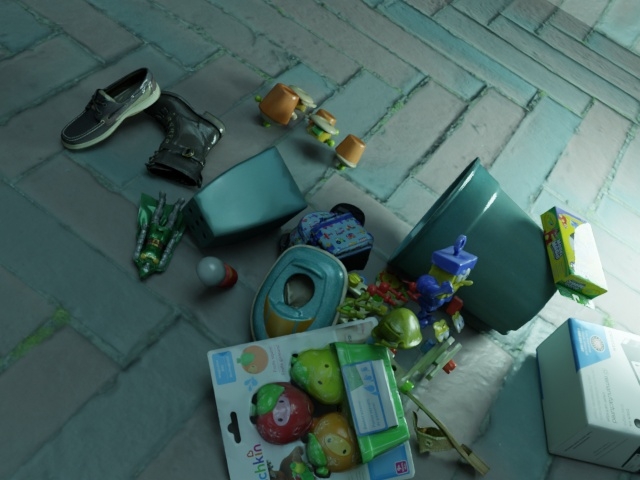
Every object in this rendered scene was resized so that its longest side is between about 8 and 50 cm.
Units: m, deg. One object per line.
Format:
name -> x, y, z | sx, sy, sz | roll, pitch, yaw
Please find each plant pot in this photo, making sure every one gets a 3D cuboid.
plant pot -> -0.190, -0.082, 1.659 | 0.234, 0.165, 0.165 | -28, 88, -31
plant pot -> 0.400, 0.031, 1.730 | 0.334, 0.341, 0.341 | 39, 48, 2

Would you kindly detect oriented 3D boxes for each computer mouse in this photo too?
computer mouse -> 0.000, 0.000, 1.764 | 0.184, 0.060, 0.262 | 18, 50, 3

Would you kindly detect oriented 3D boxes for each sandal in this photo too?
sandal -> 0.244, 0.426, 1.487 | 0.240, 0.088, 0.079 | 43, 85, -1

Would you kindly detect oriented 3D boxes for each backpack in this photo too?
backpack -> 0.019, -0.006, 1.656 | 0.158, 0.116, 0.173 | -15, 51, -32

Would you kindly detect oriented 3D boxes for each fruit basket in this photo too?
fruit basket -> -0.016, 0.333, 1.371 | 0.353, 0.165, 0.326 | -8, 73, -16

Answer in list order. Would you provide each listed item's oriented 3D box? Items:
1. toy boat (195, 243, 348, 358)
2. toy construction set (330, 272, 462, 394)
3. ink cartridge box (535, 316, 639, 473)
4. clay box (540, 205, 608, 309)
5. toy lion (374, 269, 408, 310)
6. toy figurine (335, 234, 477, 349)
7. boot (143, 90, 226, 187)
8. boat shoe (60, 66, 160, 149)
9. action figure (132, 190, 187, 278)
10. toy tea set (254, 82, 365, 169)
toy boat -> -0.112, 0.118, 1.518 | 0.318, 0.148, 0.267 | 20, 85, 16
toy construction set -> 0.140, 0.221, 1.579 | 0.328, 0.151, 0.215 | 34, 47, 23
ink cartridge box -> 0.734, 0.377, 1.660 | 0.395, 0.166, 0.285 | 15, 48, -10
clay box -> 0.580, 0.039, 1.614 | 0.128, 0.053, 0.222 | 21, 48, -27
toy lion -> 0.176, 0.118, 1.750 | 0.100, 0.034, 0.096 | 40, 41, 13
toy figurine -> 0.220, 0.073, 1.471 | 0.191, 0.217, 0.363 | 37, 24, 25
boot -> -0.383, -0.258, 1.802 | 0.263, 0.091, 0.229 | 23, 52, 3
boat shoe -> -0.528, -0.335, 1.759 | 0.285, 0.092, 0.103 | -38, 61, -20
action figure -> -0.371, -0.008, 1.617 | 0.137, 0.063, 0.232 | 18, 51, -11
toy tea set -> -0.034, -0.311, 1.993 | 0.336, 0.124, 0.200 | 44, 20, 21
